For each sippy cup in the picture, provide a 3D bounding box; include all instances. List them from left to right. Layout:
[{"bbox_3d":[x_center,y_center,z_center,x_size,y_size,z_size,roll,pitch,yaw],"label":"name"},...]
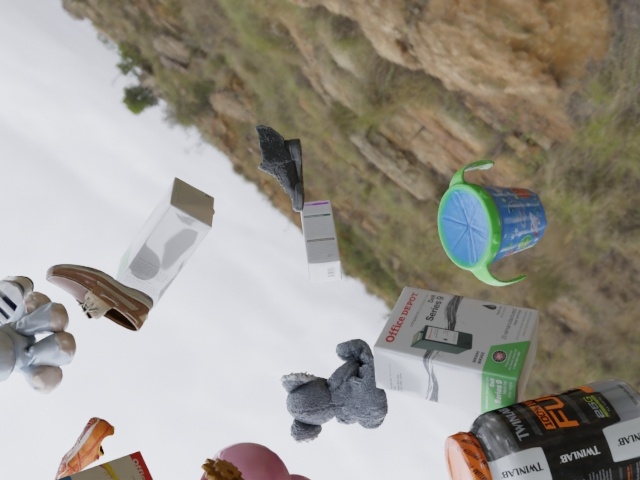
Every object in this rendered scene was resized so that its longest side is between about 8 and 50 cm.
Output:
[{"bbox_3d":[0.474,-0.050,2.012,0.224,0.305,0.240,-8,-156,-25],"label":"sippy cup"}]

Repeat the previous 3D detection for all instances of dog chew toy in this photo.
[{"bbox_3d":[-0.082,0.543,1.479,0.332,0.206,0.206,30,-170,-8],"label":"dog chew toy"}]

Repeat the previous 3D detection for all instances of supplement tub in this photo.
[{"bbox_3d":[0.404,0.378,1.304,0.207,0.338,0.207,167,90,-80],"label":"supplement tub"}]

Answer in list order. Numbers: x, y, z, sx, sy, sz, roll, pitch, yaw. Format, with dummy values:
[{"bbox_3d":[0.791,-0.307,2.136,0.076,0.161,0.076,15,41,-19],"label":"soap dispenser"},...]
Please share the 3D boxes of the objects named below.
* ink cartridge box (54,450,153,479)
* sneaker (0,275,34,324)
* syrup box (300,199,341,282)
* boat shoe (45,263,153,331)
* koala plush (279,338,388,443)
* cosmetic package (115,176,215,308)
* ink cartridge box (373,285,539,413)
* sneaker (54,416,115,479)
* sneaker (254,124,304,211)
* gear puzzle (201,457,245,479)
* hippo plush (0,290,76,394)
[{"bbox_3d":[-0.316,0.408,1.125,0.231,0.078,0.134,-4,-121,-57],"label":"ink cartridge box"},{"bbox_3d":[-0.907,0.199,2.076,0.127,0.316,0.182,53,-167,-7],"label":"sneaker"},{"bbox_3d":[0.000,0.000,2.148,0.093,0.096,0.236,86,178,-50],"label":"syrup box"},{"bbox_3d":[-0.633,0.166,2.135,0.324,0.123,0.116,28,-124,-27],"label":"boat shoe"},{"bbox_3d":[0.024,0.348,1.667,0.203,0.221,0.196,-129,32,-73],"label":"koala plush"},{"bbox_3d":[-0.490,0.009,2.347,0.155,0.365,0.197,29,-157,-20],"label":"cosmetic package"},{"bbox_3d":[0.274,0.220,1.505,0.289,0.121,0.211,9,-142,23],"label":"ink cartridge box"},{"bbox_3d":[-0.486,0.444,1.526,0.067,0.175,0.064,37,-174,-19],"label":"sneaker"},{"bbox_3d":[-0.079,-0.139,1.440,0.089,0.170,0.051,-3,-172,2],"label":"sneaker"},{"bbox_3d":[-0.058,0.466,1.284,0.339,0.044,0.175,30,-173,15],"label":"gear puzzle"},{"bbox_3d":[-0.749,0.228,1.747,0.294,0.234,0.237,12,176,26],"label":"hippo plush"}]
